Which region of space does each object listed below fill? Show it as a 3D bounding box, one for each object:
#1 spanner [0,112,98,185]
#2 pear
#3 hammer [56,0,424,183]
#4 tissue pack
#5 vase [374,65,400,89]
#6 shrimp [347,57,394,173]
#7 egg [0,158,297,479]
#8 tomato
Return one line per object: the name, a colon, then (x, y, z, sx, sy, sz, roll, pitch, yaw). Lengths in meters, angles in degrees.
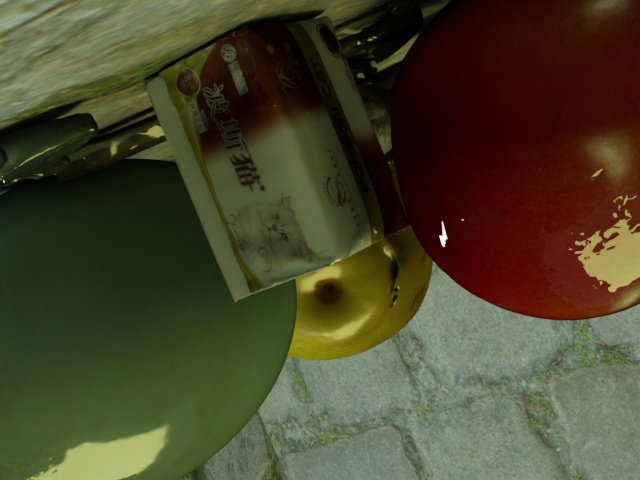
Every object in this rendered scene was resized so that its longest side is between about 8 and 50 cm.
spanner: (-0.269, -0.019, 0.759, 0.325, 0.026, 0.093, -21, -179, 27)
pear: (-0.009, -0.006, 1.392, 0.284, 0.285, 0.336, -23, -142, -11)
hammer: (-0.064, -0.107, 0.838, 0.297, 0.027, 0.125, -23, 177, 4)
tissue pack: (-0.023, -0.054, 0.719, 0.099, 0.149, 0.106, -21, -178, 35)
vase: (0.064, -0.153, 1.383, 0.086, 0.086, 0.214, -24, -173, -40)
shrimp: (0.018, -0.103, 1.102, 0.145, 0.117, 0.343, -22, 175, 30)
egg: (-0.180, 0.074, 0.954, 0.276, 0.276, 0.389, -22, -172, 42)
tomato: (0.165, -0.083, 0.834, 0.226, 0.299, 0.298, -1, -175, 7)
